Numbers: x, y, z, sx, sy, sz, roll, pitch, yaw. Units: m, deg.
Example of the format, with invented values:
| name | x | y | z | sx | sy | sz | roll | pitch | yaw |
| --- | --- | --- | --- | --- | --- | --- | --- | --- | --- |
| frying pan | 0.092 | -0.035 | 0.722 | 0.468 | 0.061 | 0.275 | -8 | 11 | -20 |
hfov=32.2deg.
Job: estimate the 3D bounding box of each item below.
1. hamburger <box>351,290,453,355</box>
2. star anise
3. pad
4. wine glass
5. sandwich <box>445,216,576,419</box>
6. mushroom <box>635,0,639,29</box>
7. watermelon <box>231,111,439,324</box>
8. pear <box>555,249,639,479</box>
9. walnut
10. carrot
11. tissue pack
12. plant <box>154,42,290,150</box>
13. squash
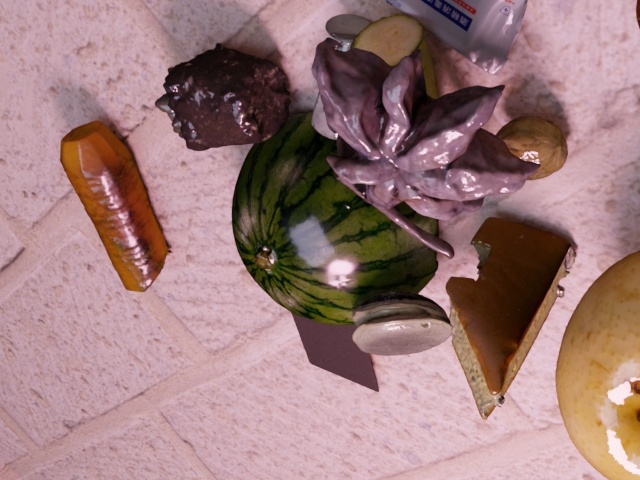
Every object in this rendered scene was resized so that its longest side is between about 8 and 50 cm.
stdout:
| name | x | y | z | sx | sy | sz | roll | pitch | yaw |
| --- | --- | --- | --- | --- | --- | --- | --- | --- | --- |
| hamburger | 0.109 | 0.114 | 1.509 | 0.133 | 0.063 | 0.140 | 10 | 153 | -27 |
| star anise | 0.112 | -0.094 | 1.307 | 0.359 | 0.139 | 0.315 | 38 | 157 | -21 |
| pad | 0.020 | 0.165 | 1.790 | 0.142 | 0.003 | 0.211 | 20 | 148 | 27 |
| wine glass | 0.031 | -0.214 | 1.448 | 0.073 | 0.073 | 0.155 | 27 | 133 | 20 |
| sandwich | 0.225 | 0.101 | 1.424 | 0.128 | 0.236 | 0.122 | 19 | 146 | 25 |
| mushroom | 0.389 | -0.220 | 1.131 | 0.135 | 0.080 | 0.171 | 12 | 128 | 46 |
| watermelon | 0.000 | 0.000 | 1.574 | 0.330 | 0.189 | 0.331 | 25 | 143 | 21 |
| pear | 0.426 | 0.147 | 1.258 | 0.309 | 0.309 | 0.309 | 23 | 135 | 24 |
| walnut | 0.252 | -0.111 | 1.338 | 0.092 | 0.092 | 0.092 | 23 | 135 | 24 |
| carrot | -0.338 | -0.055 | 1.859 | 0.114 | 0.114 | 0.302 | 5 | 129 | 37 |
| tissue pack | 0.152 | -0.288 | 1.310 | 0.193 | 0.026 | 0.123 | 37 | 141 | 12 |
| plant | -0.146 | -0.199 | 1.554 | 0.194 | 0.132 | 0.129 | 7 | 121 | 39 |
| squash | 0.108 | -0.169 | 1.398 | 0.094 | 0.094 | 0.224 | 14 | 145 | 31 |
